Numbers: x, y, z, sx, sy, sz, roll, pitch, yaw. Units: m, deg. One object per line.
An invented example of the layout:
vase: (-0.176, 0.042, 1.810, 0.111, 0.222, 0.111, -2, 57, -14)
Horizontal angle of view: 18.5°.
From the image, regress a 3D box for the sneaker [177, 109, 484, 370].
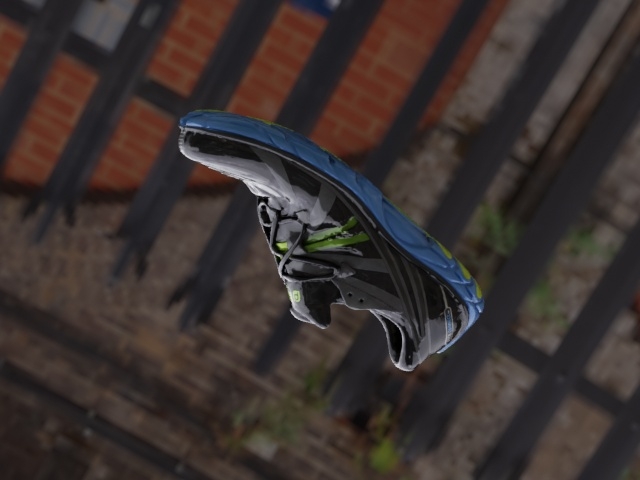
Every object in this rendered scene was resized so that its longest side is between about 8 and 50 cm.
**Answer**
sneaker: (0.000, 0.000, 1.007, 0.188, 0.078, 0.067, 40, 179, -18)
